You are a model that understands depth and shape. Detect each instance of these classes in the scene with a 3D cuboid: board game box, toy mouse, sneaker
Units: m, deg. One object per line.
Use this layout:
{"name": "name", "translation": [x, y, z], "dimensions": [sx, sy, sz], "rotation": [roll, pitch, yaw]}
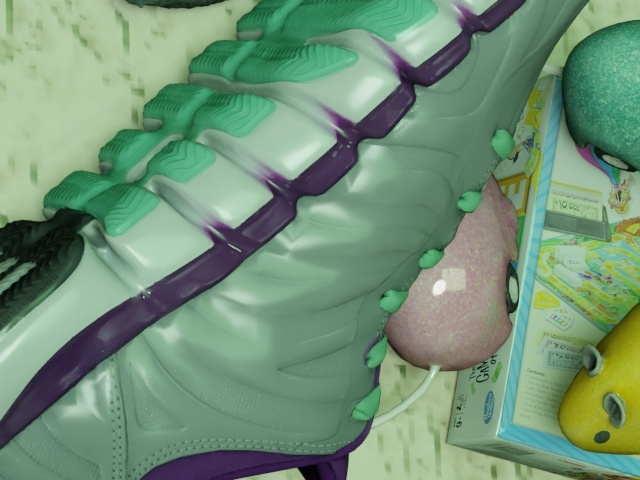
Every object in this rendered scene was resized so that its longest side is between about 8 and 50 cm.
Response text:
{"name": "board game box", "translation": [0.115, 0.026, 0.570], "dimensions": [0.154, 0.026, 0.103], "rotation": [18, 74, -24]}
{"name": "toy mouse", "translation": [0.062, -0.012, 0.510], "dimensions": [0.031, 0.161, 0.143], "rotation": [41, 28, -62]}
{"name": "sneaker", "translation": [0.000, 0.000, 0.486], "dimensions": [0.224, 0.083, 0.098], "rotation": [-39, 111, -11]}

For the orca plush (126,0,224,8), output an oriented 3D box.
{"name": "orca plush", "translation": [-0.061, -0.139, 0.492], "dimensions": [0.287, 0.102, 0.151], "rotation": [-16, 134, -21]}
